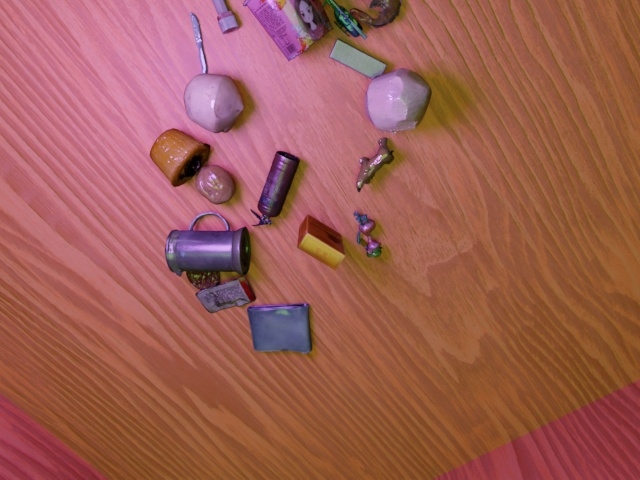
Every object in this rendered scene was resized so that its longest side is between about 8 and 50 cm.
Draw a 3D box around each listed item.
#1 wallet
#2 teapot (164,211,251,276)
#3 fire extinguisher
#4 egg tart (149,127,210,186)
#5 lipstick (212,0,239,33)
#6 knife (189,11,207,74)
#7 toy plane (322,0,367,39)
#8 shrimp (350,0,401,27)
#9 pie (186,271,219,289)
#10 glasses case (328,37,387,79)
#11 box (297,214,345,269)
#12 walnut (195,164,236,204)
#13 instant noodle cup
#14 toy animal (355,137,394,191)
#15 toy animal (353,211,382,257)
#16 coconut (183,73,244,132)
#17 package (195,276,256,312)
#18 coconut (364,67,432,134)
[{"bbox_3d":[-0.186,0.413,1.970,0.290,0.054,0.252,-4,110,4],"label":"wallet"},{"bbox_3d":[-0.472,0.016,1.756,0.336,0.200,0.271,0,86,3],"label":"teapot"},{"bbox_3d":[-0.201,-0.192,1.712,0.138,0.102,0.344,33,113,23],"label":"fire extinguisher"},{"bbox_3d":[-0.536,-0.321,1.611,0.170,0.215,0.215,40,107,-3],"label":"egg tart"},{"bbox_3d":[-0.353,-0.831,1.480,0.063,0.057,0.186,-27,105,-18],"label":"lipstick"},{"bbox_3d":[-0.443,-0.719,1.544,0.028,0.015,0.210,-3,111,8],"label":"knife"},{"bbox_3d":[0.071,-0.783,1.465,0.235,0.096,0.060,40,106,-15],"label":"toy plane"},{"bbox_3d":[0.159,-0.820,1.448,0.253,0.058,0.173,0,95,-14],"label":"shrimp"},{"bbox_3d":[-0.524,0.156,1.883,0.154,0.036,0.155,1,111,2],"label":"pie"},{"bbox_3d":[0.138,-0.657,1.541,0.204,0.047,0.071,24,116,-8],"label":"glasses case"},{"bbox_3d":[0.000,0.000,1.682,0.174,0.274,0.076,30,105,-10],"label":"box"},{"bbox_3d":[-0.414,-0.224,1.677,0.166,0.149,0.167,19,139,17],"label":"walnut"},{"bbox_3d":[-0.096,-0.759,1.412,0.243,0.243,0.231,-32,114,13],"label":"instant noodle cup"},{"bbox_3d":[0.208,-0.291,1.656,0.218,0.101,0.103,-42,107,16],"label":"toy animal"},{"bbox_3d":[0.190,-0.026,1.774,0.103,0.100,0.208,-9,122,28],"label":"toy animal"},{"bbox_3d":[-0.380,-0.495,1.536,0.224,0.224,0.224,0,112,1],"label":"coconut"},{"bbox_3d":[-0.424,0.255,1.907,0.239,0.030,0.154,-16,128,7],"label":"package"},{"bbox_3d":[0.281,-0.496,1.494,0.233,0.224,0.224,15,120,43],"label":"coconut"}]
